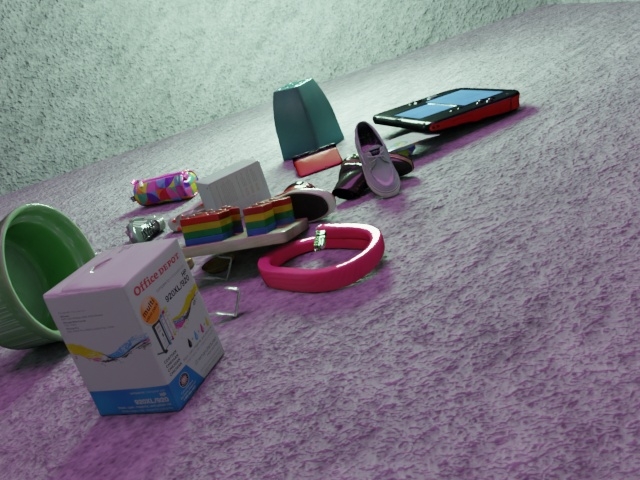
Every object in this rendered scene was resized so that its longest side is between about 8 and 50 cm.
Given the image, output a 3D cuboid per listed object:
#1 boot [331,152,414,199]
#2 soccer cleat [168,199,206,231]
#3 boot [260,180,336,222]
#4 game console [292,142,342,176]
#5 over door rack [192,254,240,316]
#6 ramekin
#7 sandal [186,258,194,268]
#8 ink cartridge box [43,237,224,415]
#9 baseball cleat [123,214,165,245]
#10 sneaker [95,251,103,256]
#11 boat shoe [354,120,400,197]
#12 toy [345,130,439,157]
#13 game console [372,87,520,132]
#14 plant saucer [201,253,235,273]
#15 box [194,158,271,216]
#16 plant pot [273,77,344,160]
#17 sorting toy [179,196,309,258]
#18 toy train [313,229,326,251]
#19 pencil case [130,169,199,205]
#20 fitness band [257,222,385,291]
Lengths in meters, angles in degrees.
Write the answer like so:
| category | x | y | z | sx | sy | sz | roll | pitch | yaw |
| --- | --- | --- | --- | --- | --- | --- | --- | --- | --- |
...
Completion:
| category | x | y | z | sx | sy | sz | roll | pitch | yaw |
| --- | --- | --- | --- | --- | --- | --- | --- | --- | --- |
| boot | 0.134 | -0.155 | 1.845 | 0.198 | 0.077 | 0.137 | -4 | 41 | 26 |
| soccer cleat | -0.349 | -0.086 | 2.066 | 0.196 | 0.068 | 0.076 | -25 | 18 | -10 |
| boot | -0.029 | -0.113 | 1.831 | 0.244 | 0.088 | 0.176 | -5 | 22 | 41 |
| game console | -0.008 | -0.240 | 2.242 | 0.144 | 0.085 | 0.124 | -19 | -11 | -2 |
| over door rack | -0.328 | 0.128 | 1.456 | 0.324 | 0.108 | 0.239 | -7 | 18 | -11 |
| ramekin | -0.619 | 0.087 | 1.529 | 0.148 | 0.303 | 0.303 | -21 | 19 | 18 |
| sandal | -0.429 | 0.050 | 1.756 | 0.240 | 0.079 | 0.088 | -12 | 21 | 18 |
| ink cartridge box | -0.301 | 0.141 | 1.184 | 0.168 | 0.232 | 0.171 | -9 | 22 | 25 |
| baseball cleat | -0.502 | -0.034 | 2.054 | 0.109 | 0.072 | 0.206 | -14 | 23 | -6 |
| sneaker | -0.641 | 0.072 | 1.906 | 0.170 | 0.063 | 0.075 | -11 | 15 | 7 |
| boat shoe | 0.134 | -0.208 | 1.793 | 0.079 | 0.081 | 0.227 | -21 | 56 | 0 |
| toy | 0.205 | -0.250 | 2.015 | 0.237 | 0.056 | 0.137 | -17 | 18 | -15 |
| game console | 0.386 | -0.409 | 2.216 | 0.342 | 0.060 | 0.386 | -16 | 18 | -18 |
| plant saucer | -0.235 | 0.056 | 1.664 | 0.083 | 0.015 | 0.083 | -17 | 19 | 6 |
| box | -0.242 | -0.137 | 2.006 | 0.170 | 0.130 | 0.091 | -28 | 23 | -26 |
| plant pot | -0.055 | -0.417 | 2.423 | 0.165 | 0.234 | 0.166 | -3 | 24 | 36 |
| sorting toy | -0.180 | -0.037 | 1.639 | 0.257 | 0.089 | 0.255 | -9 | 7 | 12 |
| toy train | 0.000 | 0.000 | 1.459 | 0.024 | 0.017 | 0.083 | -7 | 23 | 6 |
| pencil case | -0.523 | -0.176 | 2.404 | 0.236 | 0.104 | 0.104 | -8 | 23 | 25 |
| fitness band | 0.002 | 0.032 | 1.467 | 0.291 | 0.054 | 0.209 | 0 | 27 | 44 |
